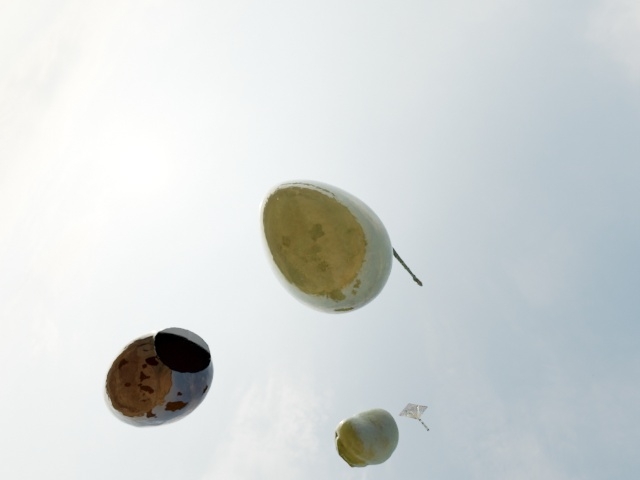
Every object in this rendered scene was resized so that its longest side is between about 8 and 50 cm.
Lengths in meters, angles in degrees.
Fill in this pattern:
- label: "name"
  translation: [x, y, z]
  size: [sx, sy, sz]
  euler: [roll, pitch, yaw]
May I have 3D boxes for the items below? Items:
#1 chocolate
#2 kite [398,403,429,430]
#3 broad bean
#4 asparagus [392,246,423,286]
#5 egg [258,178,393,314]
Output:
- label: "chocolate"
  translation: [-0.261, 0.226, 0.641]
  size: [0.177, 0.177, 0.176]
  euler: [-11, -112, 31]
- label: "kite"
  translation: [0.151, 0.264, 0.610]
  size: [0.078, 0.044, 0.002]
  euler: [-4, -78, 62]
- label: "broad bean"
  translation: [0.113, 0.473, 0.971]
  size: [0.082, 0.175, 0.124]
  euler: [115, -35, -47]
- label: "asparagus"
  translation: [0.193, 0.055, 0.935]
  size: [0.013, 0.166, 0.016]
  euler: [-12, -143, 50]
- label: "egg"
  translation: [0.000, 0.000, 0.755]
  size: [0.218, 0.218, 0.295]
  euler: [-46, -112, 13]
